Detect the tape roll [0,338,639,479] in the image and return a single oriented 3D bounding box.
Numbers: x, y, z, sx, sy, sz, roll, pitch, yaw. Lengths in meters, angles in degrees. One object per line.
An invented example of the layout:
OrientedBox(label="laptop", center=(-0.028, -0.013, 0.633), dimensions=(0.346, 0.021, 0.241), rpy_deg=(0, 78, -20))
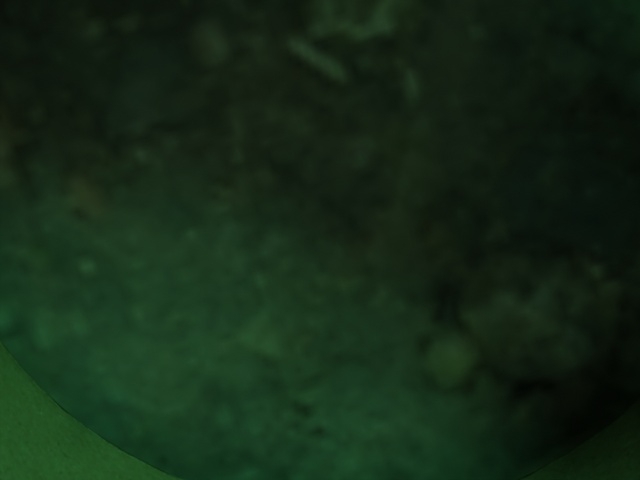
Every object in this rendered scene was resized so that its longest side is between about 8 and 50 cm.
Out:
OrientedBox(label="tape roll", center=(0.000, 0.000, 0.354), dimensions=(0.392, 0.072, 0.392), rpy_deg=(2, 119, 5))
